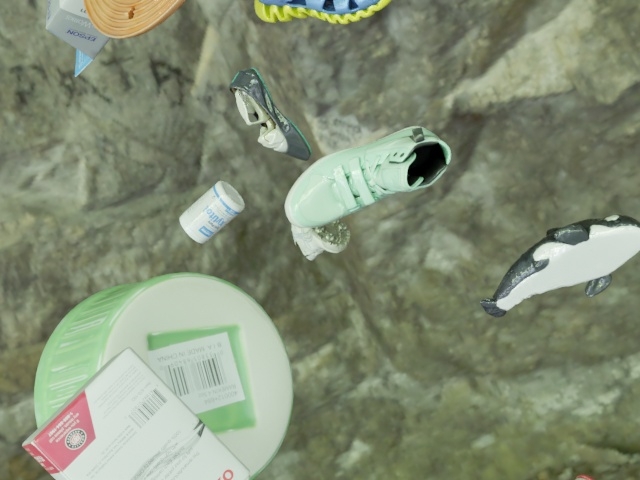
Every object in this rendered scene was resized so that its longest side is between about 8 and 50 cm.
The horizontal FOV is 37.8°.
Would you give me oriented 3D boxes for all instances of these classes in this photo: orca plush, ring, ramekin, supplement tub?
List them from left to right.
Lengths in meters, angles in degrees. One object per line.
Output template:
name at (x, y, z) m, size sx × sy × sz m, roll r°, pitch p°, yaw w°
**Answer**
ring at (-0.173, -0.387, 1.067) m, size 0.032 × 0.336 × 0.337 m, roll 17°, pitch -36°, yaw -41°
ramekin at (-0.180, 0.184, 1.154) m, size 0.303 × 0.303 × 0.148 m, roll -17°, pitch -5°, yaw -39°
supplement tub at (-0.199, -0.053, 1.729) m, size 0.107 × 0.071 × 0.071 m, roll -41°, pitch -13°, yaw 15°
orca plush at (0.399, 0.030, 1.563) m, size 0.287 × 0.151 × 0.102 m, roll -44°, pitch 26°, yaw 27°

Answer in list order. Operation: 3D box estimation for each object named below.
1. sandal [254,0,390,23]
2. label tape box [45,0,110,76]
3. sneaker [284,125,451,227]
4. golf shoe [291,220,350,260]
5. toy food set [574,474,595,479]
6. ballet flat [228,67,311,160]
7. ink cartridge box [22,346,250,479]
sandal at (-0.004, -0.461, 1.637) m, size 0.318 × 0.126 × 0.138 m, roll 2°, pitch -36°, yaw 30°
label tape box at (-0.385, -0.470, 1.564) m, size 0.115 × 0.249 × 0.348 m, roll 13°, pitch -27°, yaw -34°
sneaker at (0.068, -0.091, 1.363) m, size 0.256 × 0.094 × 0.151 m, roll -29°, pitch 14°, yaw -3°
golf shoe at (0.000, 0.000, 1.644) m, size 0.069 × 0.086 × 0.176 m, roll -5°, pitch 22°, yaw -23°
toy food set at (0.436, 0.402, 1.346) m, size 0.104 × 0.232 × 0.111 m, roll -43°, pitch -26°, yaw -29°
ballet flat at (-0.098, -0.216, 1.699) m, size 0.074 × 0.203 × 0.074 m, roll -33°, pitch 11°, yaw 7°
ink cartridge box at (-0.150, 0.181, 0.771) m, size 0.109 × 0.150 × 0.063 m, roll -46°, pitch 7°, yaw -29°
